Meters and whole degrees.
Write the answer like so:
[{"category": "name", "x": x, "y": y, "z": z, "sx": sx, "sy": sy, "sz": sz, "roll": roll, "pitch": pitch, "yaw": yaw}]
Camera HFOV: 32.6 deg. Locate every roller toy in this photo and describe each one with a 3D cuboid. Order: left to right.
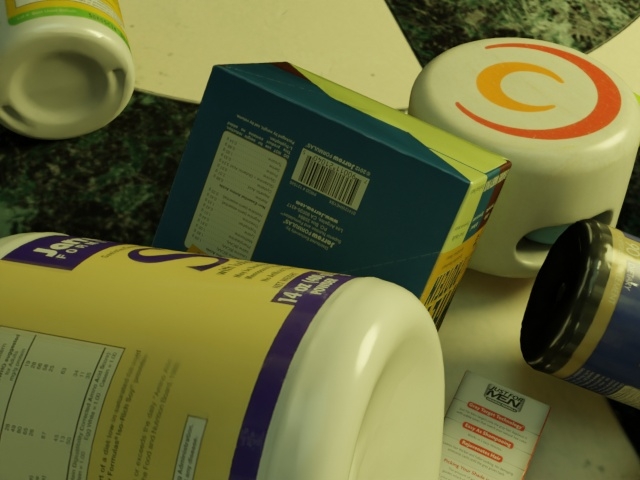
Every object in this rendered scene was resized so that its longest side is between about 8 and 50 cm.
[{"category": "roller toy", "x": 0.163, "y": -0.068, "z": 0.933, "sx": 0.209, "sy": 0.146, "sz": 0.191, "roll": 17, "pitch": 42, "yaw": 15}]

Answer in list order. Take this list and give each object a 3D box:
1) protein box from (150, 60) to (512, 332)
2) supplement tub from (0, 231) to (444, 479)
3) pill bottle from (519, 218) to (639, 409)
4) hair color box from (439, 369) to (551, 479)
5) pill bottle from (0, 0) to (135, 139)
[{"category": "protein box", "x": 0.000, "y": 0.000, "z": 0.802, "sx": 0.200, "sy": 0.201, "sz": 0.136, "roll": 26, "pitch": 18, "yaw": 15}, {"category": "supplement tub", "x": -0.111, "y": 0.123, "z": 0.664, "sx": 0.331, "sy": 0.241, "sz": 0.241, "roll": 8, "pitch": 49, "yaw": 21}, {"category": "pill bottle", "x": 0.274, "y": 0.076, "z": 0.831, "sx": 0.219, "sy": 0.123, "sz": 0.123, "roll": 21, "pitch": 51, "yaw": -5}, {"category": "hair color box", "x": 0.110, "y": 0.171, "z": 0.800, "sx": 0.072, "sy": 0.043, "sz": 0.141, "roll": 23, "pitch": 54, "yaw": 13}, {"category": "pill bottle", "x": -0.259, "y": -0.225, "z": 1.024, "sx": 0.136, "sy": 0.136, "sz": 0.245, "roll": -10, "pitch": 53, "yaw": -13}]
